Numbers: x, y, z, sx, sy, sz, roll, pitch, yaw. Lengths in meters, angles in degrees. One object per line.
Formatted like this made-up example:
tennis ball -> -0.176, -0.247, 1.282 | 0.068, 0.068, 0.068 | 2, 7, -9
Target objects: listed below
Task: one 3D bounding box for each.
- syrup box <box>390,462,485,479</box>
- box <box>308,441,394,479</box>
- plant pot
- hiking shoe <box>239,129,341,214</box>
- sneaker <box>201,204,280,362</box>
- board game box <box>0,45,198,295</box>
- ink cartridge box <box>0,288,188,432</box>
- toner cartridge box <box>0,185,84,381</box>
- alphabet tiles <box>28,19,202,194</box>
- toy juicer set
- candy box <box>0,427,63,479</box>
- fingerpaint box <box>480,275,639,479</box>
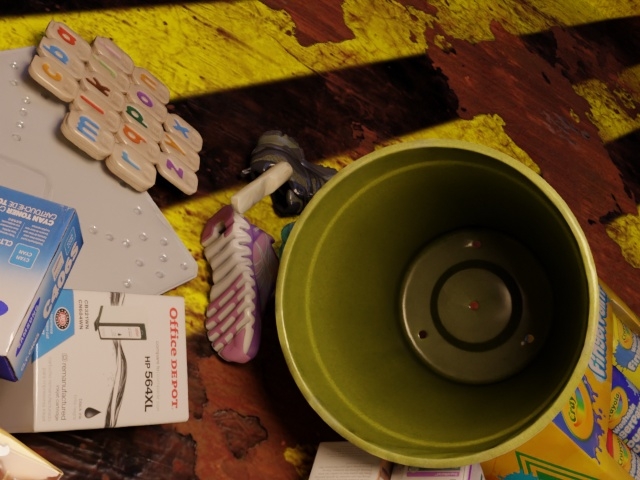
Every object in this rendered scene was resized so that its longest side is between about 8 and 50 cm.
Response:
syrup box -> 0.166, 0.359, 1.165 | 0.096, 0.093, 0.237 | -67, 144, -49
box -> 0.040, 0.346, 1.109 | 0.170, 0.091, 0.130 | -70, 146, -48
plant pot -> 0.176, 0.081, 1.200 | 0.366, 0.366, 0.353 | 59, 14, 14
hiking shoe -> -0.022, -0.069, 1.466 | 0.227, 0.086, 0.114 | 33, 54, -9
sneaker -> -0.096, 0.062, 1.270 | 0.104, 0.095, 0.236 | 26, 42, -37
board game box -> -0.390, -0.044, 1.113 | 0.390, 0.050, 0.390 | 54, 39, 7
ink cartridge box -> -0.246, 0.131, 1.016 | 0.203, 0.086, 0.148 | 7, 76, -49
toner cartridge box -> -0.424, 0.002, 0.888 | 0.348, 0.075, 0.165 | 16, 61, 1
alphabet tiles -> -0.279, -0.183, 1.299 | 0.278, 0.021, 0.284 | 38, 26, -27
toy juicer set -> 0.000, 0.000, 1.311 | 0.329, 0.089, 0.209 | 60, 26, -31
candy box -> -0.357, 0.216, 0.894 | 0.186, 0.053, 0.109 | 39, 64, -12
fingerpaint box -> 0.437, 0.272, 1.462 | 0.371, 0.163, 0.445 | 43, 34, -10
